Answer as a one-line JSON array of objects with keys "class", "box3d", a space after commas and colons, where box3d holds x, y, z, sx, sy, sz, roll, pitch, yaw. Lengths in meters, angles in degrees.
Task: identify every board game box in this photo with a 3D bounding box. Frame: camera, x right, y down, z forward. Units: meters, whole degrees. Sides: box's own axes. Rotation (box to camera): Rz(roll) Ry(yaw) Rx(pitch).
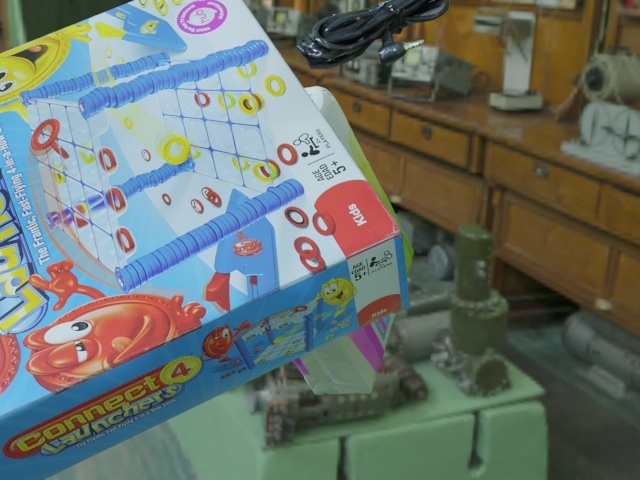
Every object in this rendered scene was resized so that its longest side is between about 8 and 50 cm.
[{"class": "board game box", "box3d": [-0.143, -0.025, 0.659, 0.302, 0.086, 0.308, -25, 55, -10]}]

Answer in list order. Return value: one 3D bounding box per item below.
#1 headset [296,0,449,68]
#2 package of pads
[{"class": "headset", "box3d": [0.021, -0.290, 0.512, 0.185, 0.394, 0.243, -33, 44, -16]}, {"class": "package of pads", "box3d": [0.000, 0.000, 1.082, 0.101, 0.296, 0.229, -6, 44, 29]}]
